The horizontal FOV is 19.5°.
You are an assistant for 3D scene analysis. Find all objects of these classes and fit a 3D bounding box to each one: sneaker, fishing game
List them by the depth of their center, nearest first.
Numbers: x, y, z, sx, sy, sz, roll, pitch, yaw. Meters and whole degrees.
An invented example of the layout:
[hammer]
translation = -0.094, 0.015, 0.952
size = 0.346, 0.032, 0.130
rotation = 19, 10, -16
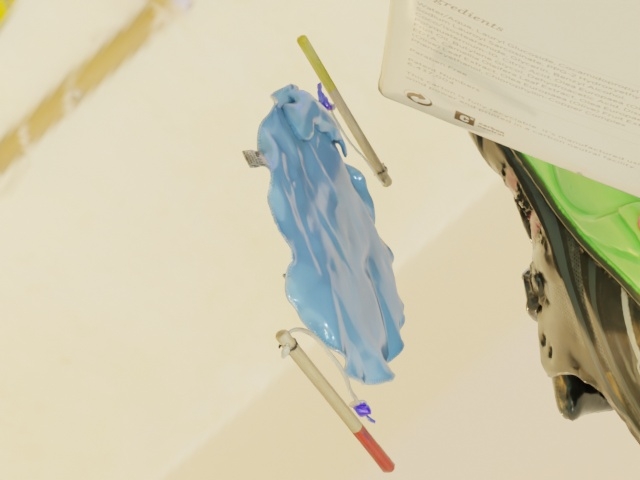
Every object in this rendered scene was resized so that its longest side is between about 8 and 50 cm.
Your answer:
[fishing game]
translation = 0.000, 0.000, 1.109
size = 0.041, 0.189, 0.264
rotation = -18, -135, 19
[sneaker]
translation = 0.172, -0.003, 1.154
size = 0.483, 0.185, 0.202
rotation = -110, -152, -54

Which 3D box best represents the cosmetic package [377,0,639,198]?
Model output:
[cosmetic package]
translation = 0.127, -0.175, 0.717
size = 0.365, 0.155, 0.197
rotation = 95, 18, -75
